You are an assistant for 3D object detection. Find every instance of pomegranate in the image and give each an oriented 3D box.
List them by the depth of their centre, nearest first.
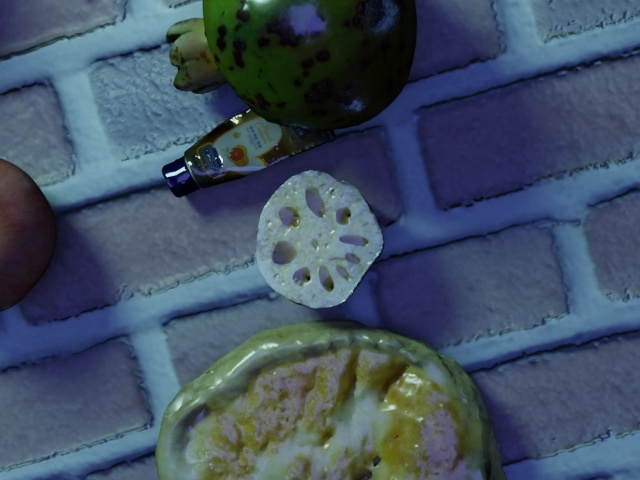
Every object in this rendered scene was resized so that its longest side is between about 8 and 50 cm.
[{"bbox_3d":[-0.032,-0.185,1.033,0.247,0.202,0.202,-16,95,34],"label":"pomegranate"}]

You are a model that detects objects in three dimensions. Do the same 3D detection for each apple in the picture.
[{"bbox_3d":[-0.322,-0.006,1.083,0.153,0.120,0.154,0,95,2],"label":"apple"}]

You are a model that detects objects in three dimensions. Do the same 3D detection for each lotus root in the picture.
[{"bbox_3d":[-0.003,-0.002,1.089,0.112,0.081,0.122,36,97,1],"label":"lotus root"}]

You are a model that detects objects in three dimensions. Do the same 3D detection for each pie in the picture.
[{"bbox_3d":[0.010,0.230,1.116,0.339,0.077,0.339,1,95,6],"label":"pie"}]

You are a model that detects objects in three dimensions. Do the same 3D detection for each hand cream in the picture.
[{"bbox_3d":[-0.070,-0.089,1.106,0.163,0.039,0.062,-26,78,3],"label":"hand cream"}]
